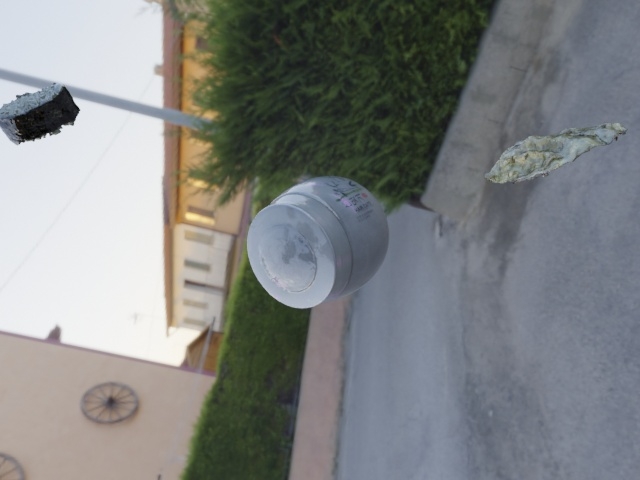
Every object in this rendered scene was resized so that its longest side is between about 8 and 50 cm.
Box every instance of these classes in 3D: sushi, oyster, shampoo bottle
[{"bbox_3d":[-0.562,-0.249,1.099,0.090,0.150,0.078,-120,8,-46],"label":"sushi"},{"bbox_3d":[0.385,-0.151,0.907,0.072,0.133,0.209,62,150,-3],"label":"oyster"},{"bbox_3d":[0.000,0.000,1.221,0.266,0.273,0.273,-27,-40,-53],"label":"shampoo bottle"}]
